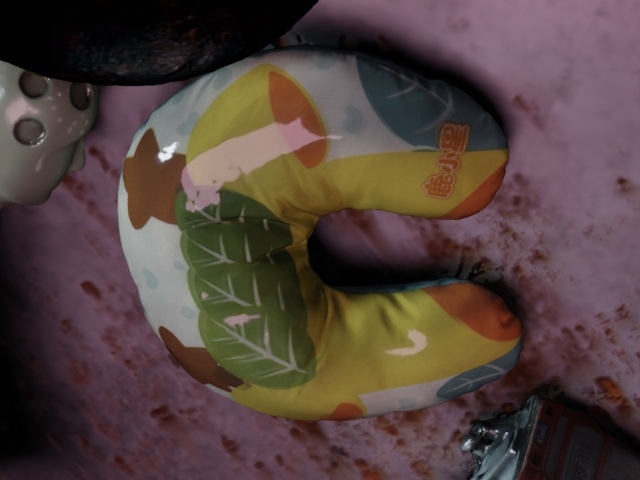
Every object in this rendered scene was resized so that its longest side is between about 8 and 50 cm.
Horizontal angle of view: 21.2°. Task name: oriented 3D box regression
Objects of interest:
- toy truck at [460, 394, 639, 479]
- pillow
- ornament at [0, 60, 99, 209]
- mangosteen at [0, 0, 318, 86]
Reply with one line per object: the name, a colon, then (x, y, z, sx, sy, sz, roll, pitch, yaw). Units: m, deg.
toy truck: (0.099, 0.221, 1.023, 0.135, 0.114, 0.270, 30, 126, -3)
pillow: (0.000, 0.000, 0.923, 0.214, 0.086, 0.233, -4, 121, 4)
ornament: (-0.173, -0.047, 0.932, 0.081, 0.075, 0.156, 28, 125, -17)
mangosteen: (-0.093, -0.162, 0.742, 0.243, 0.243, 0.243, 7, 125, 10)
